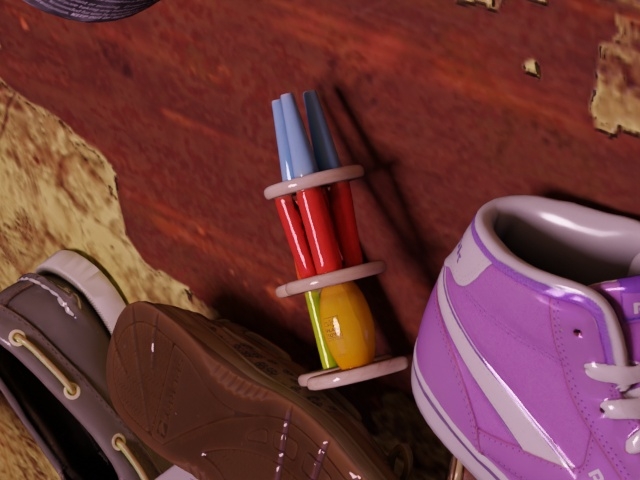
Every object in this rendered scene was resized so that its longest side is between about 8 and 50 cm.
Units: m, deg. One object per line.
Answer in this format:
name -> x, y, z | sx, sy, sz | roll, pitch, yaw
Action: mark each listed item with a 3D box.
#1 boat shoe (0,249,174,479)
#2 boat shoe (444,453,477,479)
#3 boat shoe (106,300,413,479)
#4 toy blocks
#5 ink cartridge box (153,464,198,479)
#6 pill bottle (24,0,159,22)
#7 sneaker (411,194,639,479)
boat shoe -> -0.138, 0.158, 1.276 | 0.109, 0.091, 0.305 | -6, 115, 55
boat shoe -> 0.099, 0.178, 1.027 | 0.060, 0.064, 0.178 | 1, 123, 12
boat shoe -> -0.012, 0.118, 1.045 | 0.285, 0.089, 0.105 | 42, 120, 40
toy blocks -> 0.000, 0.000, 0.972 | 0.123, 0.054, 0.148 | 151, 106, -85
ink cartridge box -> -0.053, 0.224, 1.089 | 0.172, 0.237, 0.100 | 30, 141, 34
pill bottle -> -0.061, -0.191, 0.814 | 0.130, 0.130, 0.245 | 58, 147, -6
sneaker -> 0.155, 0.093, 0.829 | 0.282, 0.102, 0.161 | 41, 143, 21
